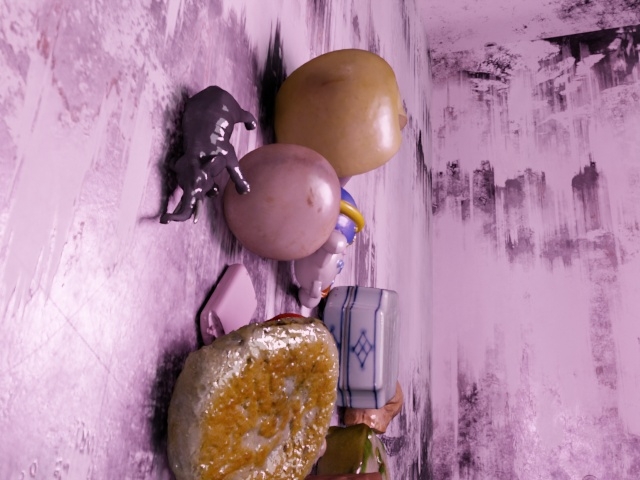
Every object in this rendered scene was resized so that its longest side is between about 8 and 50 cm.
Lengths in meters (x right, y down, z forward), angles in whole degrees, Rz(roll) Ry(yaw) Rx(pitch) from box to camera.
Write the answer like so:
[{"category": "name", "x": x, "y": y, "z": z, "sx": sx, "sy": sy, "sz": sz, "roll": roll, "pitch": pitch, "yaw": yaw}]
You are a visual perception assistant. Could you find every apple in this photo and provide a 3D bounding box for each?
[{"category": "apple", "x": 0.037, "y": -0.268, "z": 1.295, "sx": 0.295, "sy": 0.257, "sz": 0.233, "roll": -57, "pitch": 138, "yaw": -66}]

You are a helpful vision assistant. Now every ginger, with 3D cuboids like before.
[{"category": "ginger", "x": 0.148, "y": 0.438, "z": 1.699, "sx": 0.354, "sy": 0.126, "sz": 0.190, "roll": -26, "pitch": 116, "yaw": -72}]

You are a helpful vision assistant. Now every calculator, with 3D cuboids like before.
[{"category": "calculator", "x": -0.145, "y": 0.113, "z": 1.024, "sx": 0.175, "sy": 0.032, "sz": 0.100, "roll": -67, "pitch": 149, "yaw": -54}]

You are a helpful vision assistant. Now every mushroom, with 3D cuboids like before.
[{"category": "mushroom", "x": -0.071, "y": -0.070, "z": 1.086, "sx": 0.204, "sy": 0.204, "sz": 0.204, "roll": -4, "pitch": 90, "yaw": -72}]

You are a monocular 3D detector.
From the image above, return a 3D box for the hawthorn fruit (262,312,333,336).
[{"category": "hawthorn fruit", "x": -0.062, "y": 0.202, "z": 1.104, "sx": 0.194, "sy": 0.157, "sz": 0.157, "roll": 33, "pitch": 52, "yaw": -39}]

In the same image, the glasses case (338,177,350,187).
[{"category": "glasses case", "x": 0.033, "y": -0.150, "z": 1.445, "sx": 0.042, "sy": 0.072, "sz": 0.190, "roll": 46, "pitch": 0, "yaw": -12}]

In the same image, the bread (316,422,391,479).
[{"category": "bread", "x": 0.094, "y": 0.613, "z": 1.418, "sx": 0.366, "sy": 0.129, "sz": 0.382, "roll": -27, "pitch": 106, "yaw": -77}]

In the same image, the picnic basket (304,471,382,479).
[{"category": "picnic basket", "x": -0.003, "y": 0.554, "z": 1.014, "sx": 0.321, "sy": 0.254, "sz": 0.291, "roll": -18, "pitch": 96, "yaw": -71}]

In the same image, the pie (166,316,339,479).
[{"category": "pie", "x": -0.087, "y": 0.259, "z": 0.942, "sx": 0.323, "sy": 0.070, "sz": 0.323, "roll": -11, "pitch": 105, "yaw": -44}]

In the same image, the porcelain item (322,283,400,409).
[{"category": "porcelain item", "x": 0.098, "y": 0.248, "z": 1.515, "sx": 0.281, "sy": 0.157, "sz": 0.286, "roll": 14, "pitch": 78, "yaw": -73}]

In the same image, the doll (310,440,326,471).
[{"category": "doll", "x": -0.031, "y": 0.383, "z": 1.250, "sx": 0.089, "sy": 0.102, "sz": 0.179, "roll": 23, "pitch": 60, "yaw": -21}]

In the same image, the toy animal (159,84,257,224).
[{"category": "toy animal", "x": -0.166, "y": -0.112, "z": 0.938, "sx": 0.137, "sy": 0.082, "sz": 0.269, "roll": 53, "pitch": 42, "yaw": -54}]

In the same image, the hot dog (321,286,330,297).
[{"category": "hot dog", "x": 0.008, "y": 0.094, "z": 1.489, "sx": 0.049, "sy": 0.037, "sz": 0.122, "roll": 64, "pitch": 27, "yaw": -19}]

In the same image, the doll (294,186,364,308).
[{"category": "doll", "x": -0.006, "y": -0.015, "z": 1.261, "sx": 0.243, "sy": 0.159, "sz": 0.311, "roll": -61, "pitch": -178, "yaw": -15}]
